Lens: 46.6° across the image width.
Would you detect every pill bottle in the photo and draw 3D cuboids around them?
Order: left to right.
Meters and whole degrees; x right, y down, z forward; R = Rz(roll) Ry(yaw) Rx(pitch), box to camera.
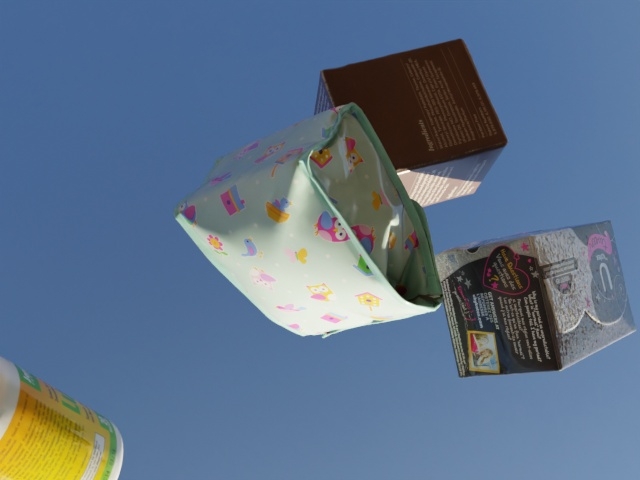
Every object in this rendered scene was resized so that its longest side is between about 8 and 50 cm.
[{"bbox_3d":[-0.336,0.201,0.773,0.245,0.136,0.136,50,-119,-43],"label":"pill bottle"}]

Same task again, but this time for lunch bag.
[{"bbox_3d":[0.000,0.000,0.884,0.262,0.224,0.160,54,-139,-22],"label":"lunch bag"}]

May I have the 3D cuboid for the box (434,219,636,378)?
[{"bbox_3d":[0.282,0.068,0.952,0.247,0.142,0.163,-7,-95,-49],"label":"box"}]

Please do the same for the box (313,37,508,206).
[{"bbox_3d":[0.112,-0.142,1.008,0.203,0.168,0.166,-15,-107,-10],"label":"box"}]
